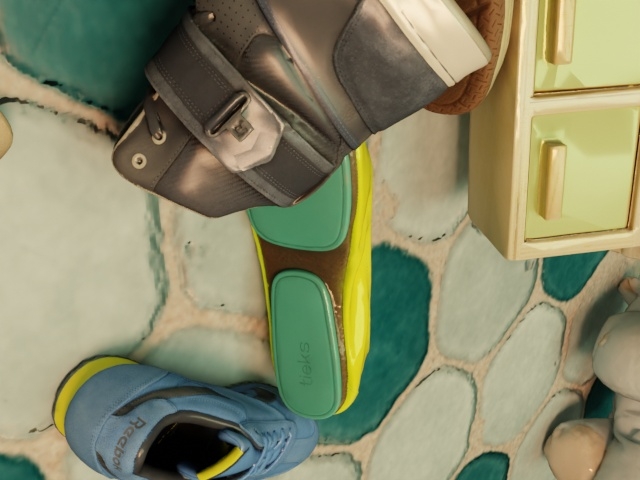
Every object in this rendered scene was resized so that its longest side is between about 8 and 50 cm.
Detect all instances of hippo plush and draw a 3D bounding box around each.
[{"bbox_3d":[0.417,0.179,0.851,0.294,0.234,0.237,-20,123,-38],"label":"hippo plush"}]

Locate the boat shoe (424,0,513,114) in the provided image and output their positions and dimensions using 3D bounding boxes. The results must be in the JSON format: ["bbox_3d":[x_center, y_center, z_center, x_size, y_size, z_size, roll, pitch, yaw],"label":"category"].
[{"bbox_3d":[0.073,-0.197,0.417,0.095,0.095,0.258,-49,140,-33],"label":"boat shoe"}]

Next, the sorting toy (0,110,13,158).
[{"bbox_3d":[-0.223,-0.038,0.224,0.193,0.038,0.208,-48,137,-19],"label":"sorting toy"}]

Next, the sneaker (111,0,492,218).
[{"bbox_3d":[-0.058,-0.114,0.322,0.163,0.086,0.226,-37,103,18],"label":"sneaker"}]

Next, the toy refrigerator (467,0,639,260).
[{"bbox_3d":[0.159,-0.128,0.478,0.102,0.094,0.270,-6,114,-7],"label":"toy refrigerator"}]

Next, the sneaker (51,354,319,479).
[{"bbox_3d":[-0.056,0.124,0.447,0.209,0.082,0.069,28,86,-50],"label":"sneaker"}]

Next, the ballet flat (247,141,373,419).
[{"bbox_3d":[0.000,0.000,0.458,0.077,0.077,0.231,-42,136,-54],"label":"ballet flat"}]

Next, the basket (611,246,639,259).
[{"bbox_3d":[0.355,-0.163,0.598,0.331,0.266,0.329,-21,124,-36],"label":"basket"}]
